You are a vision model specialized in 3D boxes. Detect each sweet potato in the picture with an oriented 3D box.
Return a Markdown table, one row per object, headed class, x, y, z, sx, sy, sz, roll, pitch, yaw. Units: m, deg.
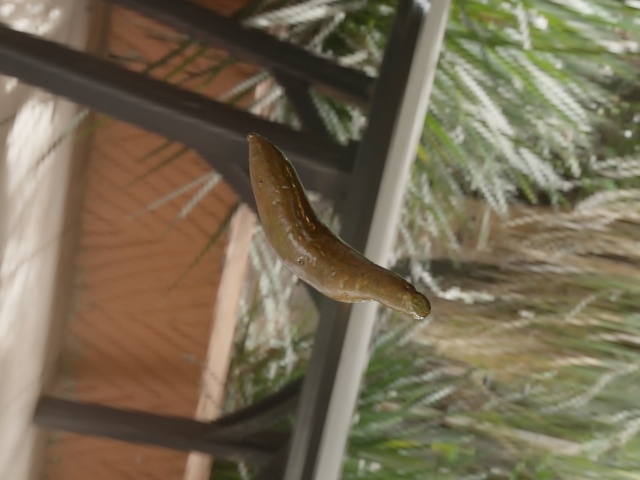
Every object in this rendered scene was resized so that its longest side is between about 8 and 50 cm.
| class | x | y | z | sx | sy | sz | roll | pitch | yaw |
| --- | --- | --- | --- | --- | --- | --- | --- | --- | --- |
| sweet potato | 0.001 | 0.007 | 1.531 | 0.079 | 0.346 | 0.108 | -27 | 147 | -32 |
